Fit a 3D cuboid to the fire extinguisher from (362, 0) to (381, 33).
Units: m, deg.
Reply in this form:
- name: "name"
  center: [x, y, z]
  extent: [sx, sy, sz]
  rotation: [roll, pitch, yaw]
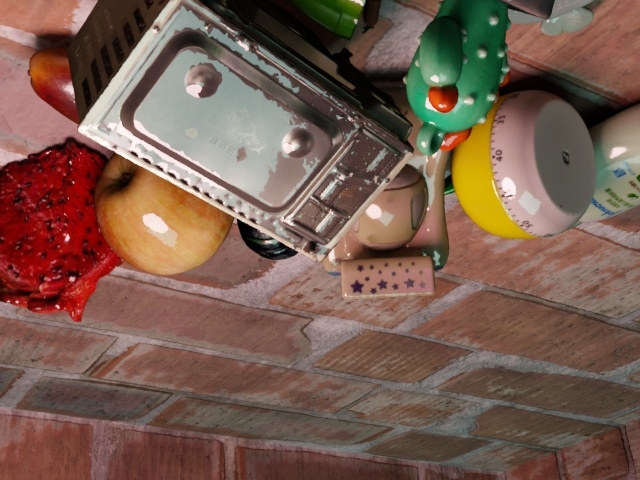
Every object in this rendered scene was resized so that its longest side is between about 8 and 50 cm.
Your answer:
- name: "fire extinguisher"
  center: [0.078, -0.355, 1.385]
  extent: [0.028, 0.022, 0.083]
  rotation: [-34, 159, -22]

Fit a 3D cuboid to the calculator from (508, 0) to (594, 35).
- name: "calculator"
  center: [0.330, -0.406, 1.316]
  extent: [0.184, 0.042, 0.295]
  rotation: [-17, 145, 21]

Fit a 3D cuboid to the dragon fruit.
- name: "dragon fruit"
  center: [-0.500, 0.024, 1.688]
  extent: [0.286, 0.329, 0.228]
  rotation: [-17, 154, 19]

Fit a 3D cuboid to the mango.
- name: "mango"
  center: [-0.348, -0.235, 1.458]
  extent: [0.133, 0.111, 0.268]
  rotation: [-36, 145, 26]

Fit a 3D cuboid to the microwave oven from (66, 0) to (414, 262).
- name: "microwave oven"
  center: [-0.111, -0.212, 1.244]
  extent: [0.394, 0.333, 0.247]
  rotation: [29, 108, -32]

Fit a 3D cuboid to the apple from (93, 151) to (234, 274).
- name: "apple"
  center: [-0.285, -0.068, 1.609]
  extent: [0.257, 0.256, 0.234]
  rotation: [-24, 142, 31]

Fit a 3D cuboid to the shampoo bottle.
- name: "shampoo bottle"
  center: [0.527, -0.122, 1.726]
  extent: [0.350, 0.151, 0.222]
  rotation: [-28, 145, 37]

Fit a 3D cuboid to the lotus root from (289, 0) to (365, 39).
- name: "lotus root"
  center: [-0.004, -0.383, 1.215]
  extent: [0.186, 0.186, 0.186]
  rotation: [-3, 150, -2]

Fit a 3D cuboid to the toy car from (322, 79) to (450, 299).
- name: "toy car"
  center: [0.103, -0.089, 1.531]
  extent: [0.242, 0.226, 0.335]
  rotation: [-2, 114, 2]

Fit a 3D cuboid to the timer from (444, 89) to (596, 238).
- name: "timer"
  center: [0.324, -0.126, 1.607]
  extent: [0.285, 0.285, 0.285]
  rotation: [-3, 150, -2]

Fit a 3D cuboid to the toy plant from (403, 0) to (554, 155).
- name: "toy plant"
  center: [0.202, -0.300, 1.153]
  extent: [0.185, 0.279, 0.400]
  rotation: [21, 107, -1]

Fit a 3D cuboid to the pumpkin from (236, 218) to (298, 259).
- name: "pumpkin"
  center: [-0.079, -0.060, 1.708]
  extent: [0.140, 0.202, 0.202]
  rotation: [4, 154, 22]
